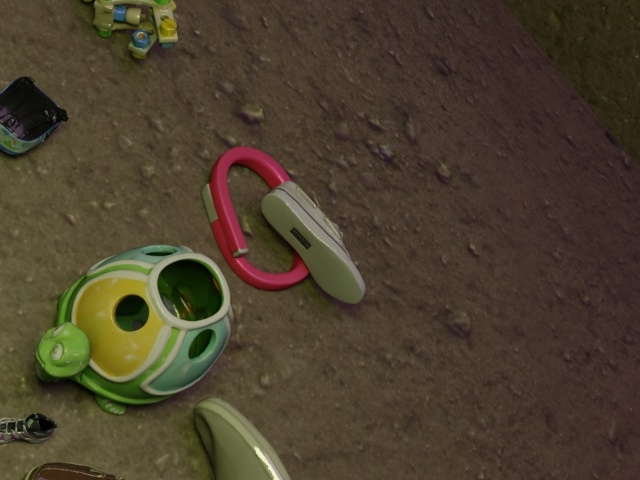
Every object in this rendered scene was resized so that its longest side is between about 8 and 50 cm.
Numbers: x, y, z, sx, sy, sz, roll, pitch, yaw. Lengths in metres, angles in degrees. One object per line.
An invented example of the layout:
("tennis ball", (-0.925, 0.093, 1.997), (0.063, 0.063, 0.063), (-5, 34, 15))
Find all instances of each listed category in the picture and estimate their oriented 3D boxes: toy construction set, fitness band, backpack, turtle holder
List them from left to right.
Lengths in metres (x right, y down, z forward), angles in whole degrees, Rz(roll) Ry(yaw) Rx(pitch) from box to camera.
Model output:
("backpack", (-0.491, -0.194, 1.506), (0.105, 0.084, 0.114), (45, 40, -12))
("turtle holder", (-0.280, 0.113, 1.399), (0.320, 0.227, 0.243), (14, 57, -36))
("toy construction set", (-0.342, -0.496, 1.781), (0.215, 0.151, 0.327), (16, 43, -5))
("fitness band", (-0.114, -0.044, 1.775), (0.209, 0.054, 0.290), (-5, 70, -44))

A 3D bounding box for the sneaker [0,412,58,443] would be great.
("sneaker", (-0.418, 0.259, 1.301), (0.098, 0.069, 0.038), (8, 60, -39))

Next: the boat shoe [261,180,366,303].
("boat shoe", (0.000, 0.000, 1.759), (0.267, 0.096, 0.088), (46, 45, -1))

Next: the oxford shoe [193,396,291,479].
("oxford shoe", (-0.092, 0.451, 1.420), (0.130, 0.169, 0.449), (-24, 83, -28))

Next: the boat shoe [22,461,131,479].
("boat shoe", (-0.292, 0.372, 1.323), (0.257, 0.095, 0.095), (27, 50, -27))
